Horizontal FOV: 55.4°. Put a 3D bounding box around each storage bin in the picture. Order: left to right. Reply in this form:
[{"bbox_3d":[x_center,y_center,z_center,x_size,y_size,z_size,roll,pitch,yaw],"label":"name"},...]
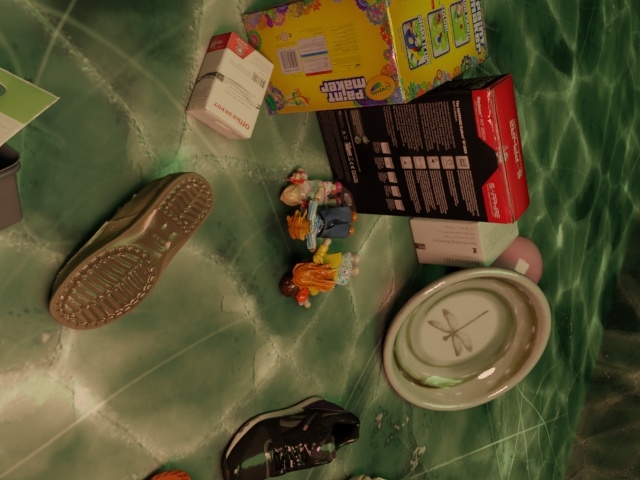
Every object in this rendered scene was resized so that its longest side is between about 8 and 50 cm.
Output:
[{"bbox_3d":[-0.406,-0.047,0.677,0.135,0.098,0.091,-38,149,-40],"label":"storage bin"}]

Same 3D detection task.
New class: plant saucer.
[{"bbox_3d":[0.328,0.214,1.416,0.400,0.100,0.401,-5,120,-9],"label":"plant saucer"}]

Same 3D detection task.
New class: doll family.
[{"bbox_3d":[0.000,0.000,1.104,0.163,0.118,0.263,-7,100,-47],"label":"doll family"}]

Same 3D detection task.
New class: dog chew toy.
[{"bbox_3d":[0.439,0.141,1.561,0.206,0.206,0.332,7,98,-48],"label":"dog chew toy"}]

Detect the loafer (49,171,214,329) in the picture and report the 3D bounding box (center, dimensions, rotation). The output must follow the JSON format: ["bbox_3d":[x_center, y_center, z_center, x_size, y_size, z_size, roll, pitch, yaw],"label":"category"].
[{"bbox_3d":[-0.260,0.010,0.842,0.268,0.092,0.102,-46,123,-15],"label":"loafer"}]

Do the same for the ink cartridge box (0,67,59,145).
[{"bbox_3d":[-0.407,-0.104,0.613,0.235,0.171,0.056,-62,178,-45],"label":"ink cartridge box"}]

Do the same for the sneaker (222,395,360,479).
[{"bbox_3d":[-0.041,0.363,1.096,0.283,0.124,0.107,-17,107,-46],"label":"sneaker"}]

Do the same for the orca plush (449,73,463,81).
[{"bbox_3d":[0.213,-0.395,1.351,0.151,0.102,0.287,-38,122,15],"label":"orca plush"}]

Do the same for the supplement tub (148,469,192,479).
[{"bbox_3d":[-0.207,0.452,0.928,0.117,0.117,0.190,-37,121,-39],"label":"supplement tub"}]

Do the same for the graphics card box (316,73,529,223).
[{"bbox_3d":[0.174,-0.158,1.093,0.094,0.370,0.233,-37,119,-39],"label":"graphics card box"}]

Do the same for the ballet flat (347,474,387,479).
[{"bbox_3d":[0.107,0.565,1.309,0.348,0.123,0.123,34,70,-44],"label":"ballet flat"}]

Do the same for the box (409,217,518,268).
[{"bbox_3d":[0.339,-0.029,1.433,0.182,0.181,0.119,-36,119,-40],"label":"box"}]

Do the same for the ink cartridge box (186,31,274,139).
[{"bbox_3d":[-0.142,-0.241,0.965,0.099,0.056,0.135,30,72,-45],"label":"ink cartridge box"}]

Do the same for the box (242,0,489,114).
[{"bbox_3d":[0.082,-0.344,1.028,0.279,0.289,0.177,-35,119,-39],"label":"box"}]
